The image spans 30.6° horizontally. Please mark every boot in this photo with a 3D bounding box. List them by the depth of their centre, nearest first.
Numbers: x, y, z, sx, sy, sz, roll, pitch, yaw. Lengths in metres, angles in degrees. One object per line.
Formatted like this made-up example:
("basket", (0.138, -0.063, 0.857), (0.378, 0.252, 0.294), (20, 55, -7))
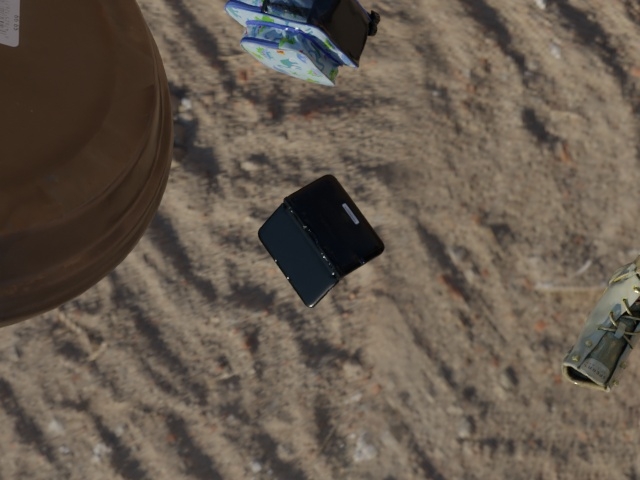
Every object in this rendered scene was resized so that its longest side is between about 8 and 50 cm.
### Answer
("boot", (0.362, 0.095, 1.380), (0.077, 0.213, 0.165), (35, 75, 3))

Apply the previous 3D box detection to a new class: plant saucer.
("plant saucer", (-0.184, -0.088, 0.486), (0.278, 0.278, 0.041), (51, 134, 9))

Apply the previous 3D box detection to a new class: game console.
("game console", (0.000, 0.000, 1.428), (0.107, 0.071, 0.122), (-31, 75, -19))

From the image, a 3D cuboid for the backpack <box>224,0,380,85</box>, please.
("backpack", (-0.025, -0.190, 1.017), (0.114, 0.105, 0.084), (24, 87, 29))
